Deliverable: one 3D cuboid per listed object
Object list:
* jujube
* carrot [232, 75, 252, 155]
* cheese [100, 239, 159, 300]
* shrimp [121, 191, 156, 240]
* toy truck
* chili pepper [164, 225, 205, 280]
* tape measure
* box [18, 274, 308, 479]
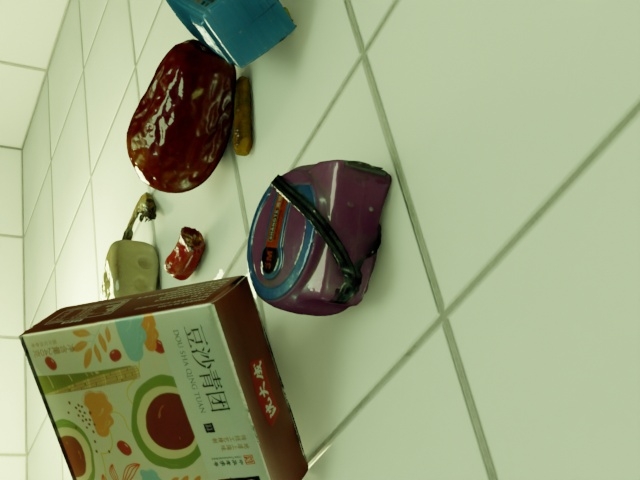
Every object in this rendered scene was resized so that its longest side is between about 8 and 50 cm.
[{"bbox_3d":[-0.287,-0.257,2.060,0.318,0.223,0.223,-67,30,22],"label":"jujube"},{"bbox_3d":[-0.156,-0.252,1.977,0.042,0.042,0.171,-38,48,55],"label":"carrot"},{"bbox_3d":[-0.480,0.111,2.446,0.235,0.117,0.218,-111,36,-49],"label":"cheese"},{"bbox_3d":[-0.462,-0.042,2.496,0.148,0.035,0.195,-57,24,7],"label":"shrimp"},{"bbox_3d":[-0.185,-0.457,1.885,0.162,0.161,0.385,-39,31,-4],"label":"toy truck"},{"bbox_3d":[-0.297,0.032,2.154,0.123,0.073,0.070,-55,-5,39],"label":"chili pepper"},{"bbox_3d":[0.000,0.000,1.491,0.245,0.149,0.232,4,84,56],"label":"tape measure"},{"bbox_3d":[-0.255,0.262,1.585,0.385,0.122,0.345,-11,104,26],"label":"box"}]
